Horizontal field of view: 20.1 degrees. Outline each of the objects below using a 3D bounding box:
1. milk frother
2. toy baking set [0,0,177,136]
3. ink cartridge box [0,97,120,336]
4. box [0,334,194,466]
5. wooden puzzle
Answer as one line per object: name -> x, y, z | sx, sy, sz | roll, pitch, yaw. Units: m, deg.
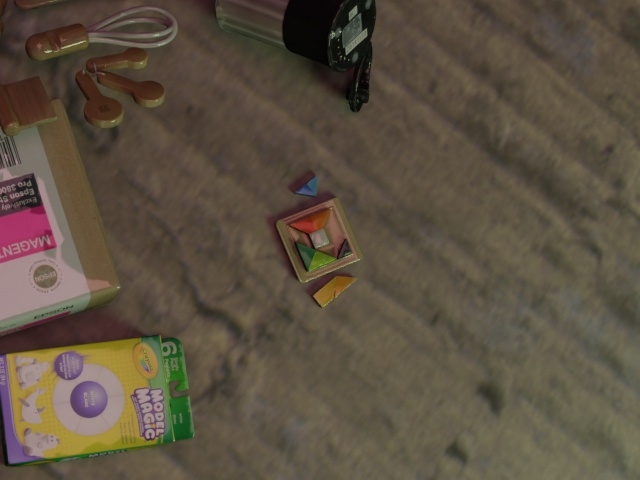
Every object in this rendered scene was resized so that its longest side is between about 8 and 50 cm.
milk frother -> -0.015, -0.201, 1.766 | 0.135, 0.143, 0.129 | 23, 32, 26
toy baking set -> -0.237, -0.177, 1.692 | 0.197, 0.030, 0.256 | 7, 44, -3
ink cartridge box -> -0.322, -0.005, 1.653 | 0.235, 0.088, 0.193 | -18, 84, -17
box -> -0.208, 0.147, 1.679 | 0.179, 0.043, 0.105 | -7, 83, -17
wooden puzzle -> 0.000, 0.000, 1.772 | 0.079, 0.014, 0.116 | -29, 88, -17
